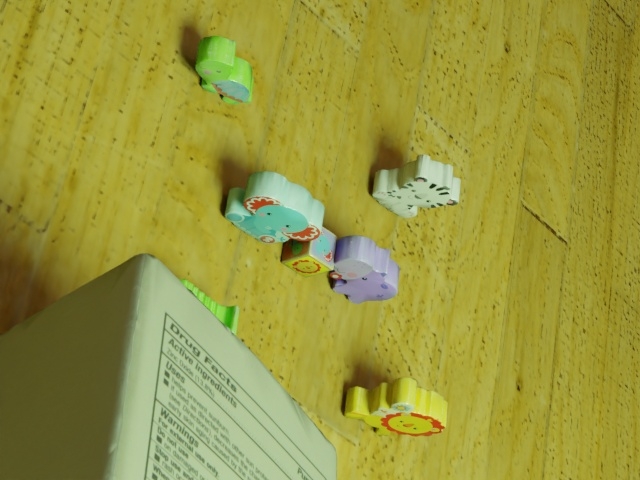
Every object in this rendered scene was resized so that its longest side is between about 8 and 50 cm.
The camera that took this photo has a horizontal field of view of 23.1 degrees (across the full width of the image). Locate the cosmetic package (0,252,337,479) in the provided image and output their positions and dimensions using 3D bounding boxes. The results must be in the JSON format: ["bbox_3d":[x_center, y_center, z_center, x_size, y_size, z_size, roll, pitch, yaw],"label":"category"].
[{"bbox_3d":[-0.082,0.168,0.595,0.153,0.129,0.296,49,25,-29],"label":"cosmetic package"}]

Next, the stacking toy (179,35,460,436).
[{"bbox_3d":[0.000,0.000,0.895,0.221,0.052,0.167,32,54,-40],"label":"stacking toy"}]
